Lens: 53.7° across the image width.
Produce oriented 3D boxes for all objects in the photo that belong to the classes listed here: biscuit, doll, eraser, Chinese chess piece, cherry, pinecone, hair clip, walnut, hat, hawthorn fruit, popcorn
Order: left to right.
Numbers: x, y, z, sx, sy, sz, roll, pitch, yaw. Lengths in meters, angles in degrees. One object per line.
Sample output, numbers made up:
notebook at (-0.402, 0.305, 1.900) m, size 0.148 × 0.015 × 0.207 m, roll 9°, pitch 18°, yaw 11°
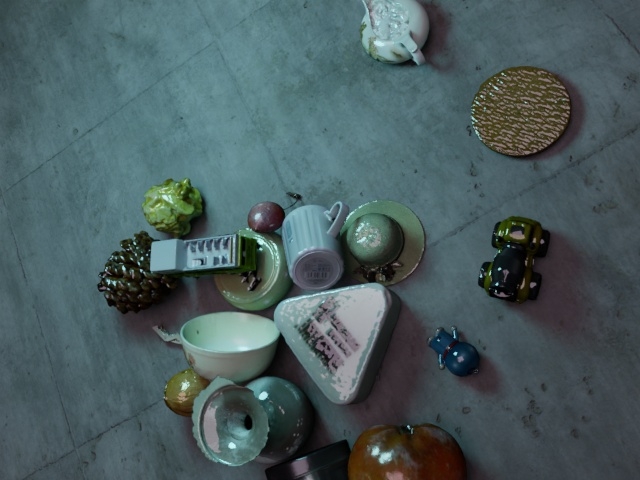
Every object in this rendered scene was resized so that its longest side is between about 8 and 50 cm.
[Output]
pinecone at (-0.556, 0.107, 1.945) m, size 0.272 × 0.224 × 0.224 m, roll -46°, pitch 66°, yaw 22°
popcorn at (-0.459, -0.111, 1.972) m, size 0.167 × 0.185 × 0.187 m, roll 43°, pitch 87°, yaw 6°
hair clip at (-0.429, 0.308, 1.947) m, size 0.226 × 0.034 × 0.072 m, roll 6°, pitch 82°, yaw 23°
walnut at (-0.365, 0.437, 1.824) m, size 0.144 × 0.180 × 0.144 m, roll 28°, pitch 124°, yaw 51°
Chinese chess piece at (-0.197, 0.082, 1.868) m, size 0.250 × 0.101 × 0.250 m, roll -5°, pitch 76°, yaw 21°
cherry at (-0.140, -0.083, 1.838) m, size 0.107 × 0.225 × 0.090 m, roll -13°, pitch 108°, yaw 28°
eraser at (0.027, 0.248, 1.717) m, size 0.331 × 0.150 × 0.331 m, roll -5°, pitch 76°, yaw 22°
hat at (0.145, -0.004, 1.734) m, size 0.257 × 0.130 × 0.257 m, roll -5°, pitch 77°, yaw 21°
hawthorn fruit at (0.213, 0.564, 1.512) m, size 0.284 × 0.284 × 0.284 m, roll -5°, pitch 77°, yaw 21°
doll at (0.346, 0.290, 1.620) m, size 0.114 × 0.085 × 0.152 m, roll -48°, pitch 56°, yaw -6°
biscuit at (0.536, -0.346, 1.702) m, size 0.262 × 0.037 × 0.262 m, roll -5°, pitch 77°, yaw 21°

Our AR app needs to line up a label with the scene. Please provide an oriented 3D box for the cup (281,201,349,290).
cup at (-0.016, 0.002, 1.713) m, size 0.167 × 0.221 × 0.202 m, roll 2°, pitch 33°, yaw -9°

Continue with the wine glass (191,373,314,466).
wine glass at (-0.153, 0.466, 1.645) m, size 0.238 × 0.323 × 0.238 m, roll -5°, pitch 75°, yaw 20°

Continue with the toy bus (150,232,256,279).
toy bus at (-0.333, 0.044, 1.801) m, size 0.301 × 0.139 × 0.113 m, roll -7°, pitch 77°, yaw 28°

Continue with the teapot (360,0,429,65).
teapot at (0.218, -0.610, 1.831) m, size 0.204 × 0.139 × 0.298 m, roll -40°, pitch 67°, yaw 7°

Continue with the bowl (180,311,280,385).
bowl at (-0.251, 0.312, 1.767) m, size 0.277 × 0.277 × 0.145 m, roll 11°, pitch 106°, yaw 23°

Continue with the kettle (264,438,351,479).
kettle at (-0.011, 0.714, 1.613) m, size 0.321 × 0.228 × 0.324 m, roll -35°, pitch 69°, yaw 40°

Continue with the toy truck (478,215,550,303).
toy truck at (0.479, 0.043, 1.571) m, size 0.147 × 0.165 × 0.224 m, roll 14°, pitch 84°, yaw 24°
